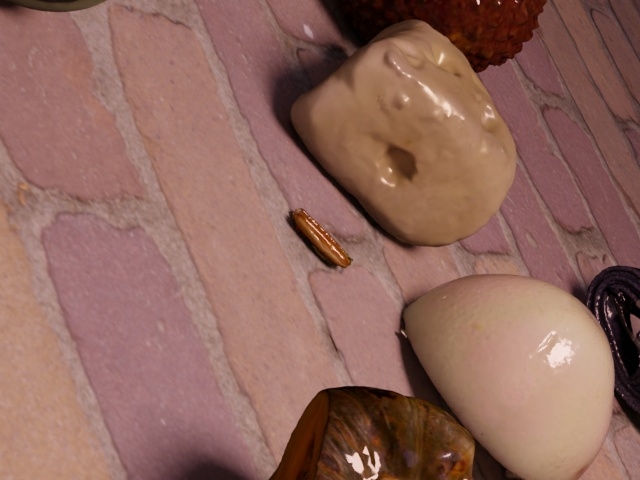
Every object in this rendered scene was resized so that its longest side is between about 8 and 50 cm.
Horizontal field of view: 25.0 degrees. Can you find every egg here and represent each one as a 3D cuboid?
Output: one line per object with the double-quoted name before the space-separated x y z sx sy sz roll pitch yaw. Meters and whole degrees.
"egg" 0.233 0.137 1.525 0.271 0.162 0.206 41 16 -22

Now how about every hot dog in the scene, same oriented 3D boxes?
"hot dog" 0.000 0.000 1.469 0.083 0.021 0.037 46 8 -15

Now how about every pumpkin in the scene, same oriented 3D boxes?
"pumpkin" 0.013 0.257 1.048 0.139 0.222 0.317 22 35 -7

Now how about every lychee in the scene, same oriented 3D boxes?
"lychee" 0.148 -0.337 1.801 0.304 0.275 0.276 61 17 -49

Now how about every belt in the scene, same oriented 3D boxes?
"belt" 0.443 0.139 1.923 0.126 0.139 0.231 8 50 -56

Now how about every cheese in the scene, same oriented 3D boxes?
"cheese" 0.112 -0.125 1.629 0.248 0.173 0.251 50 23 -11

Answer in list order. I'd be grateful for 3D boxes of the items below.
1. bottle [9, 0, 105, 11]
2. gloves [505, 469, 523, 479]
"bottle" -0.239 -0.363 1.305 0.168 0.168 0.347 37 29 -35
"gloves" 0.224 0.268 1.550 0.081 0.037 0.044 53 -9 3
